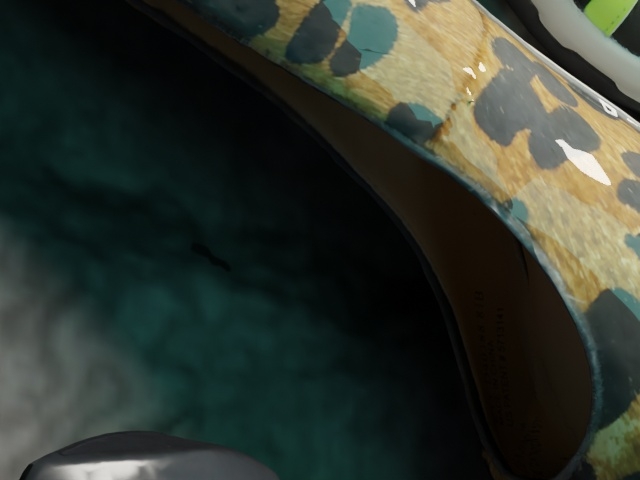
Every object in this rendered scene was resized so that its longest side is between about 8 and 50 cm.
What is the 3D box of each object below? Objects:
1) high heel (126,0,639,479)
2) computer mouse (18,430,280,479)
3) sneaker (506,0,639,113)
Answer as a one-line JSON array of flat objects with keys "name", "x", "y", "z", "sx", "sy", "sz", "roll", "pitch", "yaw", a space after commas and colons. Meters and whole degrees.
[{"name": "high heel", "x": 0.000, "y": 0.000, "z": 0.386, "sx": 0.186, "sy": 0.093, "sz": 0.261, "roll": -6, "pitch": 91, "yaw": -24}, {"name": "computer mouse", "x": -0.052, "y": 0.080, "z": 0.263, "sx": 0.242, "sy": 0.041, "sz": 0.071, "roll": -19, "pitch": 116, "yaw": -66}, {"name": "sneaker", "x": 0.077, "y": -0.138, "z": 0.463, "sx": 0.084, "sy": 0.097, "sz": 0.235, "roll": -40, "pitch": 105, "yaw": -40}]
